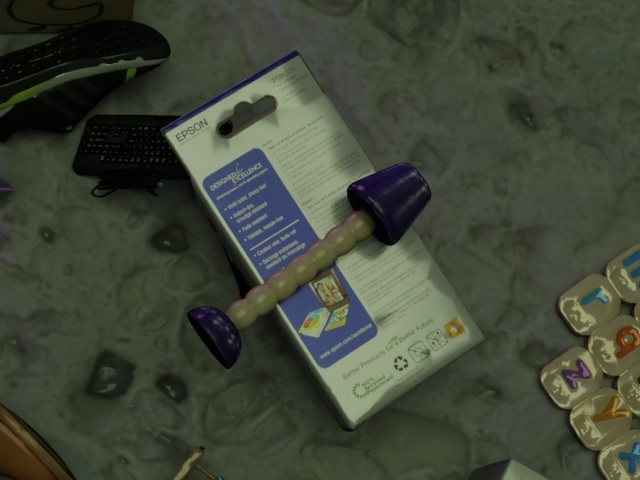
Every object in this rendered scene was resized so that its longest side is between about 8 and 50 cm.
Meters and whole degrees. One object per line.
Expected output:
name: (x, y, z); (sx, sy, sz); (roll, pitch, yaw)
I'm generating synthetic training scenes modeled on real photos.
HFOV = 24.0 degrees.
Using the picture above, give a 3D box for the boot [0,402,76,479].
boot: (-0.417, 0.243, 1.542); (0.283, 0.109, 0.220); (33, 77, -5)

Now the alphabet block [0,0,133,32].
alphabet block: (-0.306, -0.347, 1.657); (0.197, 0.192, 0.193); (-2, 79, -8)

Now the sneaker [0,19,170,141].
sneaker: (-0.279, -0.173, 1.678); (0.235, 0.097, 0.084); (-16, 41, -7)

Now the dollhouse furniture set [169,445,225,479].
dollhouse furniture set: (-0.110, 0.292, 1.536); (0.129, 0.183, 0.129); (38, 74, 1)

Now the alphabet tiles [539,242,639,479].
alphabet tiles: (0.401, 0.150, 1.735); (0.278, 0.021, 0.284); (-33, 84, -14)

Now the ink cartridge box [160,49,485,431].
ink cartridge box: (0.000, 0.000, 1.590); (0.176, 0.069, 0.371); (-32, 90, -14)

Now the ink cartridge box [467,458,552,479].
ink cartridge box: (0.242, 0.363, 1.583); (0.233, 0.168, 0.171); (30, 75, -1)

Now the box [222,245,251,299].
box: (-0.036, -0.033, 1.674); (0.158, 0.093, 0.156); (-20, 81, -14)

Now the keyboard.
keyboard: (-0.192, -0.096, 1.641); (0.192, 0.038, 0.100); (2, 71, 28)

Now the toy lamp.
toy lamp: (-0.006, 0.017, 1.517); (0.275, 0.080, 0.080); (-36, 85, -14)
